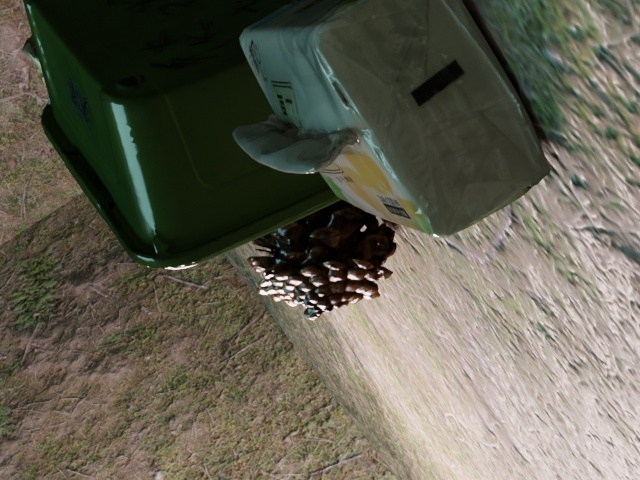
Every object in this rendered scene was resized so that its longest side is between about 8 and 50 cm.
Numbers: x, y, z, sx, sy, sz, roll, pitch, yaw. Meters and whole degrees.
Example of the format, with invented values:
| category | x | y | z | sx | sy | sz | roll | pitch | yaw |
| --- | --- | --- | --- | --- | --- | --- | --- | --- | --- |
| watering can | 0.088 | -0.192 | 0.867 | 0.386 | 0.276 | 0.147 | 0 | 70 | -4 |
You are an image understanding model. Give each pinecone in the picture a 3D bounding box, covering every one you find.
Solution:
| category | x | y | z | sx | sy | sz | roll | pitch | yaw |
| --- | --- | --- | --- | --- | --- | --- | --- | --- | --- |
| pinecone | 0.000 | 0.000 | 1.326 | 0.174 | 0.173 | 0.173 | 55 | 172 | 11 |

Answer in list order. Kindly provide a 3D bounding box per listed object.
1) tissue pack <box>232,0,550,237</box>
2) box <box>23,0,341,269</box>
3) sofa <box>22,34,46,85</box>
| category | x | y | z | sx | sy | sz | roll | pitch | yaw |
| --- | --- | --- | --- | --- | --- | --- | --- | --- | --- |
| tissue pack | 0.021 | -0.083 | 0.832 | 0.159 | 0.145 | 0.229 | 58 | 172 | -16 |
| box | -0.114 | -0.148 | 1.102 | 0.329 | 0.252 | 0.178 | 47 | 155 | 45 |
| sofa | -0.234 | -0.209 | 1.599 | 0.176 | 0.225 | 0.210 | 53 | 170 | 46 |
